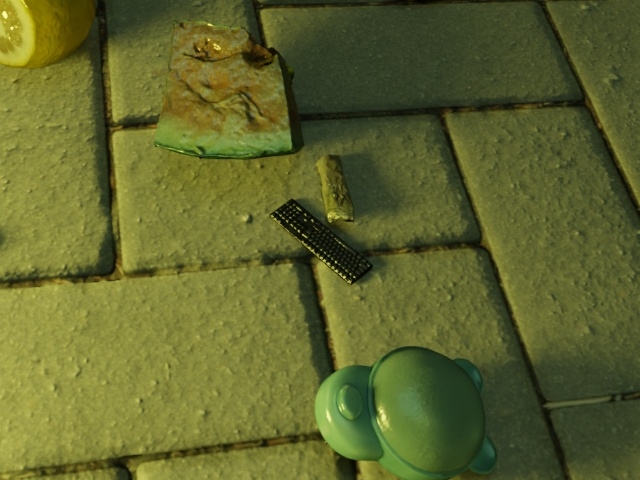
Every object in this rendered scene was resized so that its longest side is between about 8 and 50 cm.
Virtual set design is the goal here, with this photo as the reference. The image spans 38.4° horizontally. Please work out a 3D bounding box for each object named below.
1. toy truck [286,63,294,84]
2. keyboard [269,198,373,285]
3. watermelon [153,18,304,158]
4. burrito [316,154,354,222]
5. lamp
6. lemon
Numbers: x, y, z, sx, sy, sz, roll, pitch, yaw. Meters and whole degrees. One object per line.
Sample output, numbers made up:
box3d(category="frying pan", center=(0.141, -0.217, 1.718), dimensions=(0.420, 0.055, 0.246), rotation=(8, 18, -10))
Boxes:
box3d(category="toy truck", center=(-0.097, -0.308, 1.830), dimensions=(0.077, 0.076, 0.111), rotation=(35, 55, -8))
box3d(category="keyboard", center=(0.000, 0.000, 1.649), dimensions=(0.204, 0.013, 0.061), rotation=(40, 58, 20))
box3d(category="watermelon", center=(-0.160, -0.247, 1.712), dimensions=(0.264, 0.151, 0.302), rotation=(1, 66, -1))
box3d(category="burrito", center=(0.028, -0.095, 1.706), dimensions=(0.051, 0.042, 0.171), rotation=(-9, 54, -3))
box3d(category="lamp", center=(0.130, 0.261, 1.396), dimensions=(0.284, 0.147, 0.209), rotation=(0, 57, -8))
box3d(category="lemon", center=(-0.549, -0.459, 1.768), dimensions=(0.240, 0.240, 0.219), rotation=(30, 44, 13))
